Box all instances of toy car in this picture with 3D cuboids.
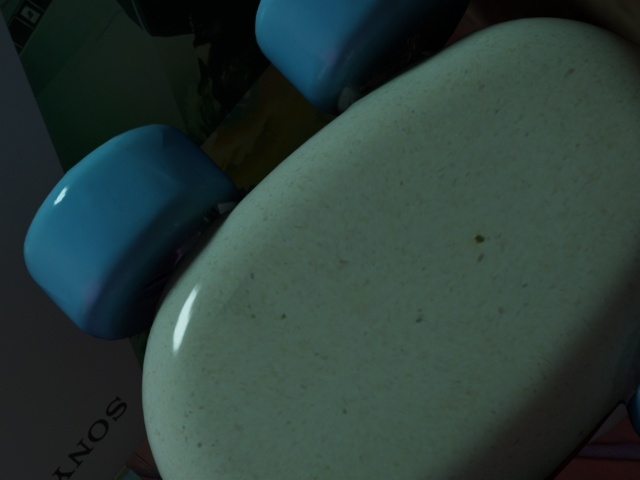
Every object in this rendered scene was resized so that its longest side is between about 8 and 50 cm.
[{"bbox_3d":[0.054,0.036,0.700,0.219,0.210,0.238,45,-179,17],"label":"toy car"}]

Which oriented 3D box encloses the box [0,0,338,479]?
[{"bbox_3d":[-0.136,-0.075,0.715,0.322,0.232,0.058,46,165,-29],"label":"box"}]
